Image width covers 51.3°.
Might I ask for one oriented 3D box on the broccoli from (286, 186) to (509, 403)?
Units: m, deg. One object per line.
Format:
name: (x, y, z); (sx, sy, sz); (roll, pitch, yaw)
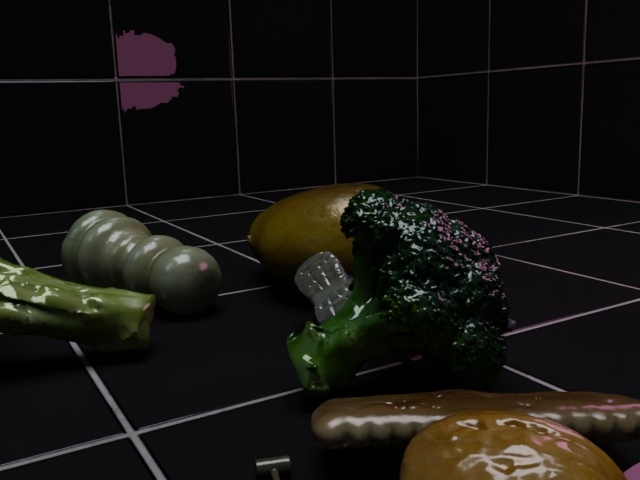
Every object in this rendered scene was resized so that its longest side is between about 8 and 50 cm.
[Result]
broccoli: (0.092, 0.078, 0.859); (0.297, 0.298, 0.297); (-26, 13, -2)

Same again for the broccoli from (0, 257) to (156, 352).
broccoli: (-0.481, 0.079, 0.995); (0.396, 0.275, 0.353); (-18, 63, -36)

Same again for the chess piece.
chess piece: (-0.331, 0.050, 1.285); (0.330, 0.183, 0.182); (13, 18, 36)

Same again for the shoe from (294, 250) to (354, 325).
shoe: (0.046, 0.118, 1.092); (0.099, 0.126, 0.227); (-37, 44, -3)

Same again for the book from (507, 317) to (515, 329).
book: (0.190, 0.095, 1.118); (0.231, 0.026, 0.157); (15, 5, -19)

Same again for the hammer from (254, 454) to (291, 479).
hammer: (-0.039, 0.241, 0.630); (0.035, 0.019, 0.110); (-4, 17, -10)

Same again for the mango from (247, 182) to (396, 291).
mango: (0.000, 0.000, 1.364); (0.301, 0.221, 0.444); (-18, 9, -37)

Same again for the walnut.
walnut: (0.143, 0.199, 0.496); (0.180, 0.144, 0.144); (7, 13, 19)

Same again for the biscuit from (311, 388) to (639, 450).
biscuit: (0.152, 0.177, 0.678); (0.324, 0.044, 0.217); (-2, -9, 2)
